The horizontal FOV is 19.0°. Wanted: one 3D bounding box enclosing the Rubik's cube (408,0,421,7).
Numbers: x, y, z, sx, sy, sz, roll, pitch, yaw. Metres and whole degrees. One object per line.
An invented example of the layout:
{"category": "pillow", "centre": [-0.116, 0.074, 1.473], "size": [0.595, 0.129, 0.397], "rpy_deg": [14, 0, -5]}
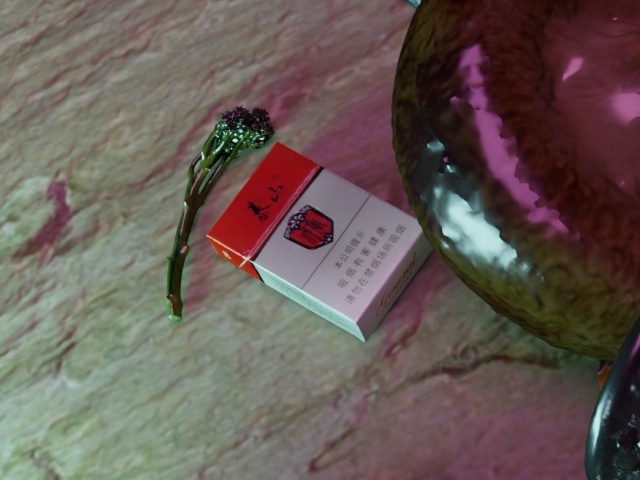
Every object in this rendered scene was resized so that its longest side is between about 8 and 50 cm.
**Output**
{"category": "Rubik's cube", "centre": [0.059, -0.287, 1.555], "size": [0.190, 0.178, 0.211], "rpy_deg": [2, 65, 19]}

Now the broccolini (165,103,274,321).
{"category": "broccolini", "centre": [-0.095, -0.025, 1.555], "size": [0.052, 0.054, 0.194], "rpy_deg": [10, 76, 45]}

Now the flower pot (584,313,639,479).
{"category": "flower pot", "centre": [0.318, 0.132, 1.137], "size": [0.267, 0.266, 0.266], "rpy_deg": [30, 76, 27]}

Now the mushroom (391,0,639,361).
{"category": "mushroom", "centre": [0.237, -0.081, 1.333], "size": [0.334, 0.356, 0.331], "rpy_deg": [1, 87, -28]}

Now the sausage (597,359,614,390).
{"category": "sausage", "centre": [0.318, 0.101, 1.360], "size": [0.234, 0.071, 0.071], "rpy_deg": [-10, 63, 10]}

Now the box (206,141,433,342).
{"category": "box", "centre": [0.000, 0.000, 1.505], "size": [0.152, 0.048, 0.100], "rpy_deg": [30, 72, 23]}
